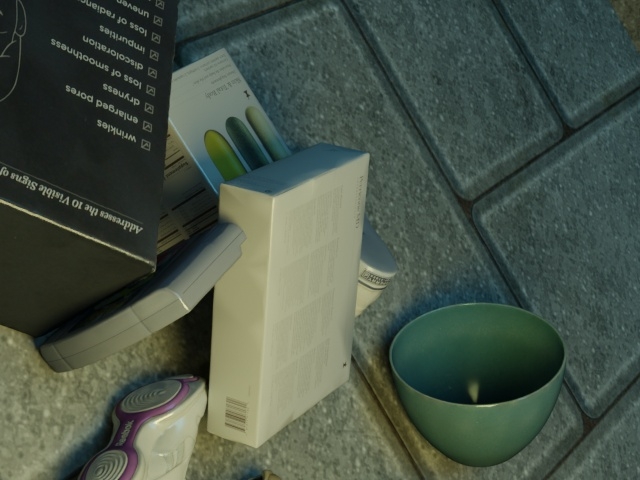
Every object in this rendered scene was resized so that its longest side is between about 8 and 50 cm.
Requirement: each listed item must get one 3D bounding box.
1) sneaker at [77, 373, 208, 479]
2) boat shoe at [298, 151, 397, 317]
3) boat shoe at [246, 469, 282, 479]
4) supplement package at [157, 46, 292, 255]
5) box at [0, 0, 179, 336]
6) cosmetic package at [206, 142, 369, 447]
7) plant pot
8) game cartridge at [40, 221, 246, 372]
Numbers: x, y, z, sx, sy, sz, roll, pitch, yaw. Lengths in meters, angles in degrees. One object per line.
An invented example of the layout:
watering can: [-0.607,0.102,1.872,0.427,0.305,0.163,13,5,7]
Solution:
sneaker: [-0.235,0.305,1.888,0.305,0.114,0.152,-57,137,-50]
boat shoe: [0.008,0.003,2.267,0.136,0.156,0.367,17,28,-33]
boat shoe: [-0.139,0.407,1.909,0.302,0.113,0.103,-15,78,-59]
supplement package: [-0.189,-0.112,2.074,0.262,0.198,0.199,58,40,-4]
box: [-0.461,-0.195,1.770,0.480,0.297,0.471,25,51,-35]
cosmetic package: [-0.045,0.071,1.990,0.284,0.097,0.377,-25,125,-56]
plant pot: [0.265,0.263,2.304,0.290,0.290,0.195,-47,140,-48]
game cartridge: [-0.245,0.083,1.834,0.060,0.294,0.196,52,41,-15]
